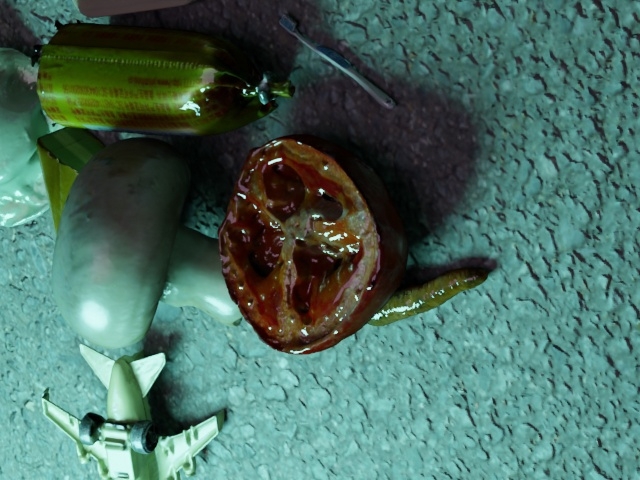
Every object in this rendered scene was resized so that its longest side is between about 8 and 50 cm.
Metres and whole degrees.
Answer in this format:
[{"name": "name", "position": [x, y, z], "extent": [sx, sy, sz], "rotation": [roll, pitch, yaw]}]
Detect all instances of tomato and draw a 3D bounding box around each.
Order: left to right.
[{"name": "tomato", "position": [0.004, -0.001, 1.873], "extent": [0.228, 0.101, 0.228], "rotation": [6, 99, 40]}]

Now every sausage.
[{"name": "sausage", "position": [-0.161, -0.173, 1.934], "extent": [0.317, 0.117, 0.125], "rotation": [6, 142, 37]}]

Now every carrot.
[{"name": "carrot", "position": [0.105, 0.056, 1.853], "extent": [0.165, 0.036, 0.035], "rotation": [-19, 93, 40]}]

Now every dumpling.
[{"name": "dumpling", "position": [-0.373, -0.120, 2.136], "extent": [0.153, 0.108, 0.219], "rotation": [1, 109, 40]}]

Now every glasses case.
[{"name": "glasses case", "position": [-0.194, -0.289, 1.964], "extent": [0.196, 0.050, 0.083], "rotation": [-3, 106, 40]}]

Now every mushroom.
[{"name": "mushroom", "position": [-0.175, 0.012, 1.976], "extent": [0.243, 0.243, 0.243], "rotation": [15, 115, 35]}]

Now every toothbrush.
[{"name": "toothbrush", "position": [0.016, -0.181, 1.853], "extent": [0.162, 0.014, 0.017], "rotation": [41, 147, 20]}]

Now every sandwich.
[{"name": "sandwich", "position": [-0.293, -0.062, 2.114], "extent": [0.074, 0.074, 0.116], "rotation": [35, 126, 23]}]

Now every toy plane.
[{"name": "toy plane", "position": [-0.223, 0.247, 2.159], "extent": [0.242, 0.104, 0.256], "rotation": [4, 102, 23]}]
